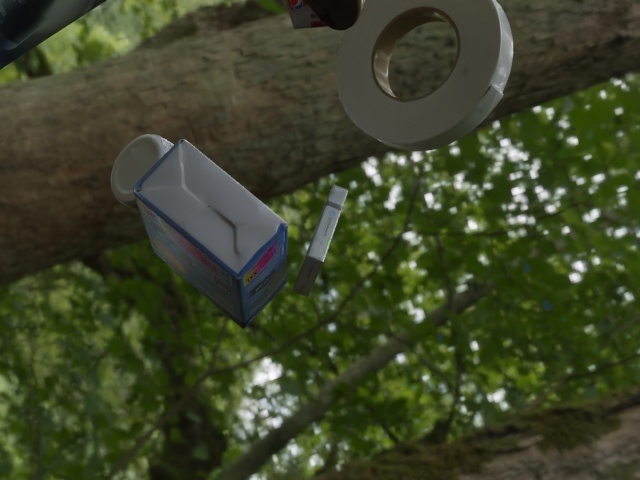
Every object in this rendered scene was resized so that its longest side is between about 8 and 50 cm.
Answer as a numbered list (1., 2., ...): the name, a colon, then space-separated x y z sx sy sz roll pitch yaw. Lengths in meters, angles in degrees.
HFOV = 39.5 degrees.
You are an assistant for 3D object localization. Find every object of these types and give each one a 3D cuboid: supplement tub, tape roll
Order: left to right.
1. supplement tub: -0.367 -0.127 2.300 0.316 0.193 0.193 32 23 -48
2. tape roll: 0.213 -0.381 1.876 0.072 0.392 0.392 19 42 -56

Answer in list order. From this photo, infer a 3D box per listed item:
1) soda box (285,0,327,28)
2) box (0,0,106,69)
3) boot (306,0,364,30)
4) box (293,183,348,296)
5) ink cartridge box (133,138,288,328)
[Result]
1. soda box: 0.028 -0.483 1.621 0.263 0.092 0.083 -61 143 -43
2. box: -0.453 -0.386 1.148 0.183 0.294 0.296 40 -25 14
3. boot: 0.008 -0.440 1.225 0.112 0.115 0.305 -21 -90 46
4. box: 0.000 0.000 1.798 0.145 0.038 0.186 113 -2 -55
5. ink cartridge box: -0.206 0.011 1.770 0.270 0.151 0.395 39 -16 12
